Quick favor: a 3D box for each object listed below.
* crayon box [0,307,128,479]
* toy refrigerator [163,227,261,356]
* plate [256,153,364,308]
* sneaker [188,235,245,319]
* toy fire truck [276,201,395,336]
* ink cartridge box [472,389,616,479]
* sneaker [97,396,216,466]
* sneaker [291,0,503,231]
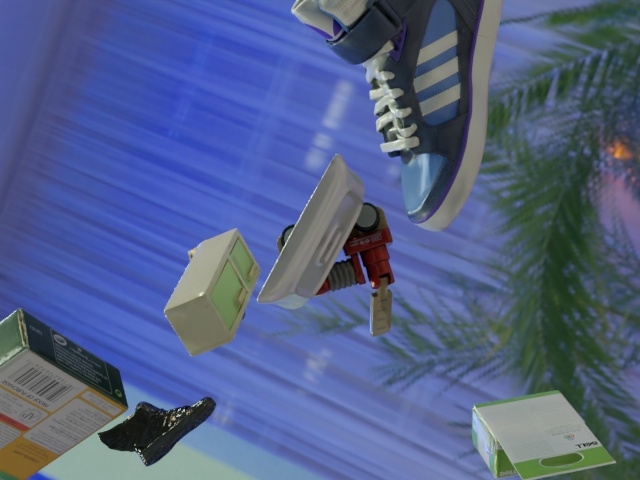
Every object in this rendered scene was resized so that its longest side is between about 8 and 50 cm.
[{"bbox_3d":[-0.456,0.249,1.429,0.323,0.083,0.203,-35,-44,10],"label":"crayon box"},{"bbox_3d":[-0.186,0.086,1.879,0.102,0.094,0.269,61,-162,-19],"label":"toy refrigerator"},{"bbox_3d":[0.000,0.000,1.804,0.277,0.045,0.278,-61,-12,0],"label":"plate"},{"bbox_3d":[-0.186,0.078,2.093,0.084,0.185,0.069,-32,25,2],"label":"sneaker"},{"bbox_3d":[0.050,0.074,2.040,0.158,0.217,0.246,75,177,-82],"label":"toy fire truck"},{"bbox_3d":[0.420,0.403,1.993,0.255,0.188,0.097,-118,22,-64],"label":"ink cartridge box"},{"bbox_3d":[-0.243,0.268,1.556,0.170,0.089,0.051,-42,-17,4],"label":"sneaker"},{"bbox_3d":[0.065,-0.187,1.167,0.130,0.236,0.323,-169,90,-69],"label":"sneaker"}]
